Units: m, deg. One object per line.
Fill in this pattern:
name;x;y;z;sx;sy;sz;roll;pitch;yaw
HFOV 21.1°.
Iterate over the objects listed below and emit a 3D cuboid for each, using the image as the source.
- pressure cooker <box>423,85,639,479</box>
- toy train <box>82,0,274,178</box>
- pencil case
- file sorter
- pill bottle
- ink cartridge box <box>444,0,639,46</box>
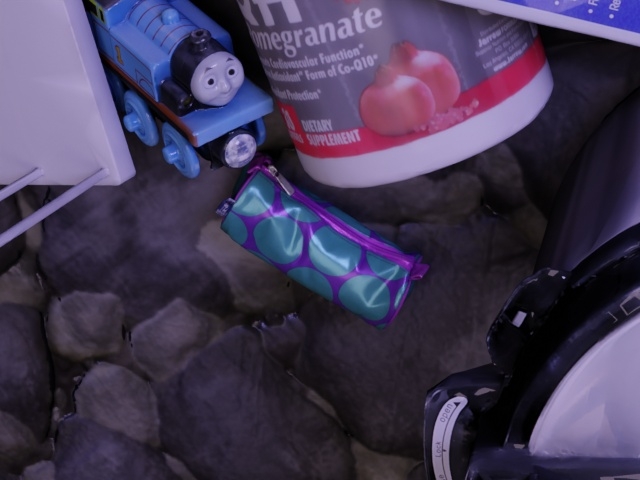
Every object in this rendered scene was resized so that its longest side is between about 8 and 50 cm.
pressure cooker;0.283;0.098;1.015;0.375;0.420;0.370;44;117;-9
toy train;-0.103;-0.119;1.166;0.184;0.080;0.105;43;152;42
pencil case;0.000;0.000;1.246;0.151;0.064;0.070;32;135;-2
file sorter;-0.307;-0.098;1.177;0.277;0.173;0.193;2;117;37
pill bottle;0.018;-0.208;1.077;0.176;0.176;0.318;-14;110;21
ink cartridge box;0.173;-0.261;0.927;0.307;0.072;0.304;14;117;2
